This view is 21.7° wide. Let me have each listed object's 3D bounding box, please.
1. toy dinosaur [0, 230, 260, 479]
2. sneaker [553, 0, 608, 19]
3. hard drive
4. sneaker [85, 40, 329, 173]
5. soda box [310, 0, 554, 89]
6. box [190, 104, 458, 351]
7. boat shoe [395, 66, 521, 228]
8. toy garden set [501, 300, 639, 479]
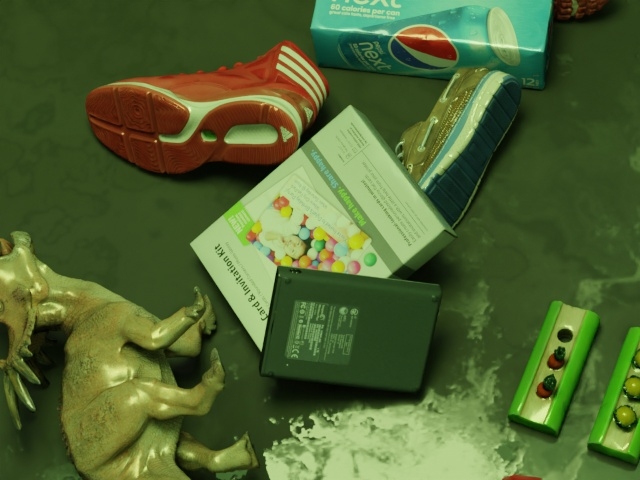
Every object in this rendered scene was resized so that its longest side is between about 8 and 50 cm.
[{"bbox_3d":[-0.171,0.126,1.335,0.200,0.127,0.295,-19,55,-2],"label":"toy dinosaur"},{"bbox_3d":[0.174,-0.282,1.528,0.225,0.088,0.092,34,71,20],"label":"sneaker"},{"bbox_3d":[0.024,0.073,1.355,0.135,0.094,0.022,7,21,-9],"label":"hard drive"},{"bbox_3d":[-0.092,-0.123,1.503,0.221,0.087,0.128,10,34,26],"label":"sneaker"},{"bbox_3d":[0.102,-0.191,1.503,0.210,0.067,0.071,7,65,11],"label":"soda box"},{"bbox_3d":[0.000,0.000,1.405,0.186,0.038,0.145,-40,65,12],"label":"box"},{"bbox_3d":[0.104,-0.071,1.452,0.066,0.066,0.183,24,73,39],"label":"boat shoe"},{"bbox_3d":[0.264,0.169,1.317,0.244,0.049,0.203,18,68,15],"label":"toy garden set"}]
